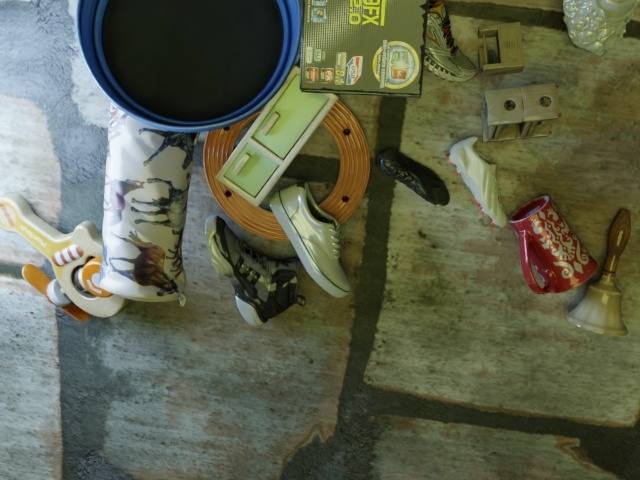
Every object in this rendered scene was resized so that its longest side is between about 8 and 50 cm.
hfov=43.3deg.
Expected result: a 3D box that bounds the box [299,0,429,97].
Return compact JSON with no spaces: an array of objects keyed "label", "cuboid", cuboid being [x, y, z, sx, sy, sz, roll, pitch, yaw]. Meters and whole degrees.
[{"label":"box","cuboid":[0.076,-0.389,1.395,0.216,0.060,0.270,3,105,0]}]

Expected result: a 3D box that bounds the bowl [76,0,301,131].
[{"label":"bowl","cuboid":[-0.229,-0.378,1.434,0.390,0.077,0.391,0,84,-3]}]

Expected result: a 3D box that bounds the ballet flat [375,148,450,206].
[{"label":"ballet flat","cuboid":[0.186,-0.125,1.608,0.173,0.049,0.057,35,67,-9]}]

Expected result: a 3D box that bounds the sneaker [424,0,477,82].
[{"label":"sneaker","cuboid":[0.204,-0.377,1.463,0.225,0.088,0.092,42,125,-12]}]

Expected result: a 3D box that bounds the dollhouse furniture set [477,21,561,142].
[{"label":"dollhouse furniture set","cuboid":[0.362,-0.292,1.493,0.128,0.129,0.184,-5,82,7]}]

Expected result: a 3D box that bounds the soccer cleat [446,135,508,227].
[{"label":"soccer cleat","cuboid":[0.324,-0.113,1.582,0.076,0.068,0.196,-32,103,14]}]

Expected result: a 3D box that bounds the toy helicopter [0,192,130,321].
[{"label":"toy helicopter","cuboid":[-0.555,0.035,1.718,0.355,0.140,0.235,37,120,2]}]

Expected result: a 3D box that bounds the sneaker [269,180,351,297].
[{"label":"sneaker","cuboid":[0.000,0.000,1.611,0.091,0.094,0.258,-28,107,21]}]

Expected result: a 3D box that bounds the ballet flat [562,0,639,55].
[{"label":"ballet flat","cuboid":[0.492,-0.509,1.349,0.146,0.147,0.409,-1,111,6]}]

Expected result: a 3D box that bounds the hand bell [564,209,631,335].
[{"label":"hand bell","cuboid":[0.582,0.058,1.617,0.126,0.126,0.242,11,102,1]}]

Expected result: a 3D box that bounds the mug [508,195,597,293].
[{"label":"mug","cuboid":[0.449,0.013,1.580,0.113,0.150,0.169,-28,103,31]}]

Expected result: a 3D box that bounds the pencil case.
[{"label":"pencil case","cuboid":[-0.321,-0.083,1.548,0.183,0.160,0.411,5,95,-5]}]

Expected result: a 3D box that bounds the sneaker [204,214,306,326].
[{"label":"sneaker","cuboid":[-0.128,0.046,1.676,0.153,0.101,0.269,-19,115,12]}]

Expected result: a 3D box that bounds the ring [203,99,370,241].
[{"label":"ring","cuboid":[-0.068,-0.158,1.621,0.336,0.032,0.337,2,113,4]}]

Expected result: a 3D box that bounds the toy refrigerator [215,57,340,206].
[{"label":"toy refrigerator","cuboid":[-0.080,-0.203,1.536,0.102,0.094,0.269,36,111,-9]}]
